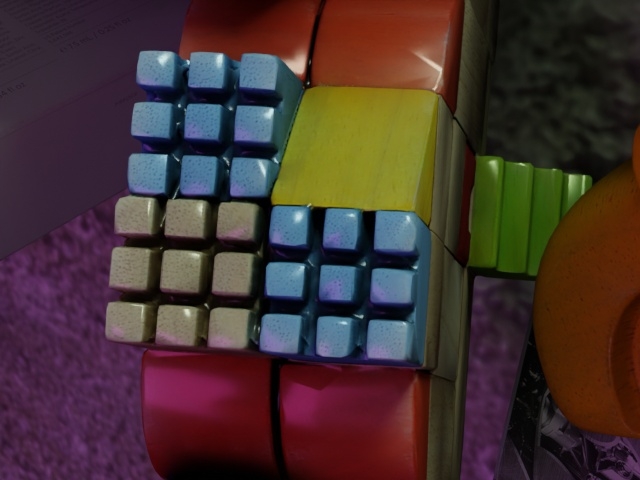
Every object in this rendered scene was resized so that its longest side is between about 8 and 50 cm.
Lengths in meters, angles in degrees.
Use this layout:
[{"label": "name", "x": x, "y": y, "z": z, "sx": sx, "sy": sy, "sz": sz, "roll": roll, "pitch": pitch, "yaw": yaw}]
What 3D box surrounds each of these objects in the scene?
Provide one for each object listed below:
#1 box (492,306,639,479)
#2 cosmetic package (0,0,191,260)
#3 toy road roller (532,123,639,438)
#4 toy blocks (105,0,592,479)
[{"label": "box", "x": 0.194, "y": 0.115, "z": 0.838, "sx": 0.231, "sy": 0.056, "sz": 0.183, "roll": 31, "pitch": 133, "yaw": 26}, {"label": "cosmetic package", "x": -0.270, "y": -0.084, "z": 0.906, "sx": 0.284, "sy": 0.377, "sz": 0.097, "roll": 37, "pitch": 135, "yaw": 22}, {"label": "toy road roller", "x": 0.182, "y": -0.034, "z": 0.646, "sx": 0.240, "sy": 0.202, "sz": 0.329, "roll": 1, "pitch": 118, "yaw": 48}, {"label": "toy blocks", "x": 0.000, "y": 0.000, "z": 0.696, "sx": 0.191, "sy": 0.261, "sz": 0.381, "roll": 4, "pitch": 85, "yaw": 11}]
